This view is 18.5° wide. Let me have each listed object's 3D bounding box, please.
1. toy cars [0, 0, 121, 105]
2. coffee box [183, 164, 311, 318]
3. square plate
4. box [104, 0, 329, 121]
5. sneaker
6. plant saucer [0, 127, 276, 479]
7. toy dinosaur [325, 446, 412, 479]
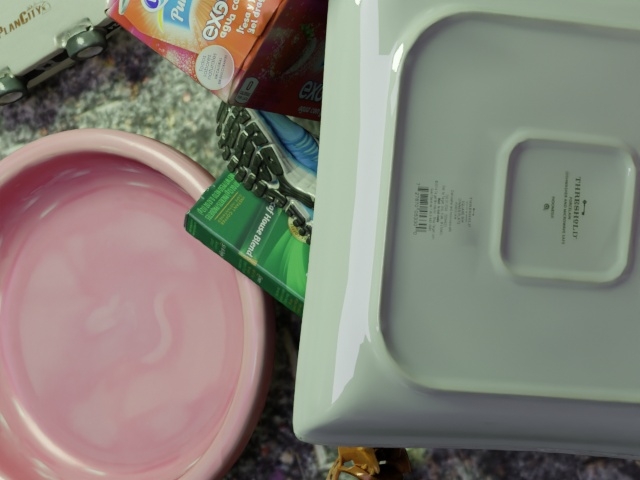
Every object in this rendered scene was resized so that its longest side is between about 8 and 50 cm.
[{"bbox_3d":[-0.193,-0.277,1.655,0.176,0.087,0.393,30,106,29],"label":"toy cars"},{"bbox_3d":[0.000,0.000,1.525,0.184,0.040,0.113,38,68,8],"label":"coffee box"},{"bbox_3d":[0.164,-0.019,1.375,0.344,0.049,0.347,5,91,-16],"label":"square plate"},{"bbox_3d":[-0.026,-0.172,1.469,0.128,0.257,0.122,36,104,22],"label":"box"},{"bbox_3d":[-0.014,-0.059,1.502,0.162,0.073,0.063,47,142,7],"label":"sneaker"},{"bbox_3d":[-0.176,0.074,1.639,0.332,0.084,0.332,-1,88,26],"label":"plant saucer"},{"bbox_3d":[0.052,0.241,1.496,0.218,0.164,0.322,11,116,42],"label":"toy dinosaur"}]
